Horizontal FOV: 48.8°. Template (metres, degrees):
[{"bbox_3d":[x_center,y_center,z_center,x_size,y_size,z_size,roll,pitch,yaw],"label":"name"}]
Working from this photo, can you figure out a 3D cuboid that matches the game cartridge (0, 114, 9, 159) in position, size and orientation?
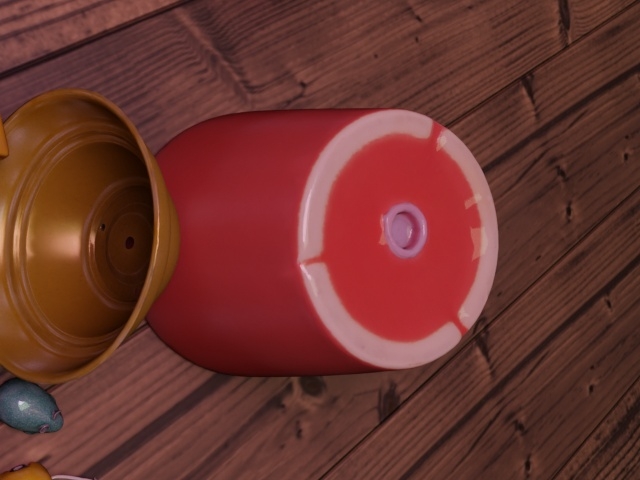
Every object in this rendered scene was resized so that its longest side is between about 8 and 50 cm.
[{"bbox_3d":[-0.325,-0.207,0.412,0.285,0.053,0.323,-14,93,-73],"label":"game cartridge"}]

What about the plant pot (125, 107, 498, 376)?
[{"bbox_3d":[0.000,0.000,0.619,0.275,0.243,0.275,1,87,-33],"label":"plant pot"}]

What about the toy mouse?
[{"bbox_3d":[-0.265,0.159,0.565,0.161,0.031,0.143,-12,96,-33],"label":"toy mouse"}]

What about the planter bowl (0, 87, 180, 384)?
[{"bbox_3d":[-0.177,-0.001,0.552,0.090,0.217,0.217,11,82,-60],"label":"planter bowl"}]
